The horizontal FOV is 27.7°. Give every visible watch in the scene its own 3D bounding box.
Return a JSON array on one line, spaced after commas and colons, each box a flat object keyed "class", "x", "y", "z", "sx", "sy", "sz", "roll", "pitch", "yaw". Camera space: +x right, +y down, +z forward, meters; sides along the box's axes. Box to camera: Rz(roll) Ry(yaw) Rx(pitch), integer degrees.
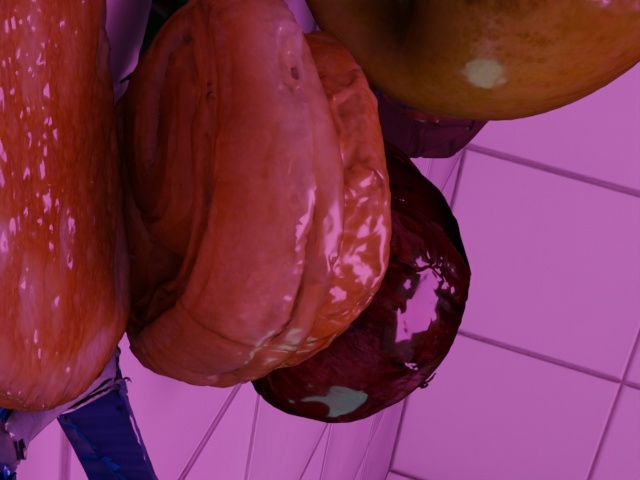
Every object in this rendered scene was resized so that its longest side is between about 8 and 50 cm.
[{"class": "watch", "x": -0.121, "y": 0.184, "z": 0.733, "sx": 0.276, "sy": 0.068, "sz": 0.275, "roll": -12, "pitch": 91, "yaw": -74}]

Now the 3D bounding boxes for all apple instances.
[{"class": "apple", "x": 0.130, "y": -0.250, "z": 0.968, "sx": 0.339, "sy": 0.339, "sz": 0.340, "roll": 17, "pitch": 90, "yaw": -80}]

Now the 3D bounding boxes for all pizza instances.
[{"class": "pizza", "x": -0.137, "y": -0.047, "z": 0.587, "sx": 0.181, "sy": 0.034, "sz": 0.262, "roll": -22, "pitch": 113, "yaw": -71}]

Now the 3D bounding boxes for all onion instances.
[{"class": "onion", "x": 0.013, "y": 0.011, "z": 1.089, "sx": 0.221, "sy": 0.281, "sz": 0.281, "roll": -30, "pitch": -170, "yaw": 26}]

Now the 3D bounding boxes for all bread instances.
[{"class": "bread", "x": -0.048, "y": -0.023, "z": 0.704, "sx": 0.236, "sy": 0.120, "sz": 0.198, "roll": 144, "pitch": -59, "yaw": -62}]

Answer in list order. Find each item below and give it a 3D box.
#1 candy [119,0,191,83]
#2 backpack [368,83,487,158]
[{"class": "candy", "x": -0.055, "y": -0.197, "z": 0.759, "sx": 0.141, "sy": 0.078, "sz": 0.203, "roll": -56, "pitch": 157, "yaw": -50}, {"class": "backpack", "x": 0.120, "y": -0.226, "z": 1.310, "sx": 0.317, "sy": 0.197, "sz": 0.283, "roll": 93, "pitch": 15, "yaw": -68}]
